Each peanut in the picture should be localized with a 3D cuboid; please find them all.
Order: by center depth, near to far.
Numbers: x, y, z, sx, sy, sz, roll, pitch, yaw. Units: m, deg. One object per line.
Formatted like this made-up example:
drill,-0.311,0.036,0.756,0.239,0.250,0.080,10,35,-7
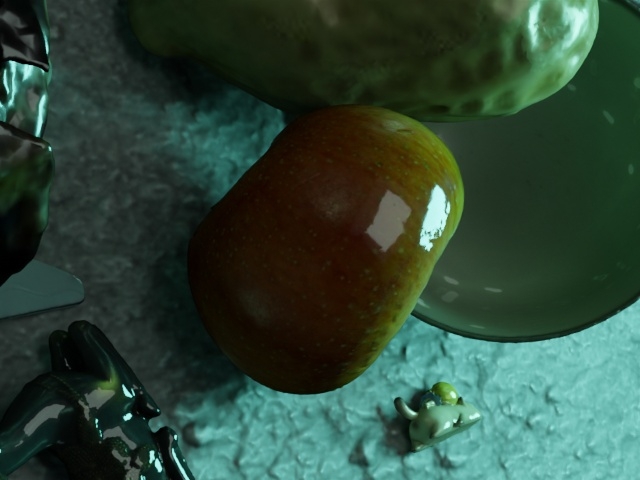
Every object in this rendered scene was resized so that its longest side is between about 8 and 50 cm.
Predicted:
peanut,0.036,-0.194,1.303,0.387,0.169,0.192,2,95,-2

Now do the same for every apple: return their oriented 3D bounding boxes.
apple,0.000,0.000,1.241,0.173,0.210,0.235,33,68,-1

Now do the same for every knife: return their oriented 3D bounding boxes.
knife,-0.290,0.045,1.076,0.331,0.044,0.080,-19,77,-52

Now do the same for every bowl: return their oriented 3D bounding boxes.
bowl,0.177,-0.058,1.439,0.157,0.337,0.337,59,22,-73

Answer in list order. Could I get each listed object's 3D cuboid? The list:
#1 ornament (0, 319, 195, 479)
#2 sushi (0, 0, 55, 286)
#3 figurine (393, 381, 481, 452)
ornament,-0.198,0.187,1.075,0.236,0.080,0.202,-32,93,-49
sushi,-0.321,-0.089,0.917,0.294,0.281,0.299,2,48,-44
figurine,0.104,0.151,1.405,0.083,0.047,0.050,-13,72,-50
